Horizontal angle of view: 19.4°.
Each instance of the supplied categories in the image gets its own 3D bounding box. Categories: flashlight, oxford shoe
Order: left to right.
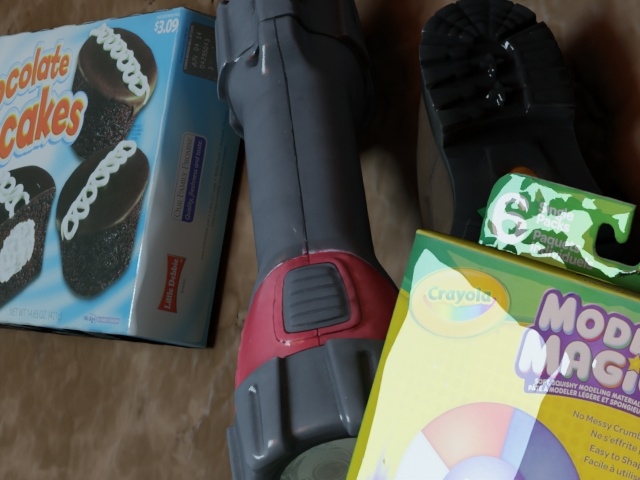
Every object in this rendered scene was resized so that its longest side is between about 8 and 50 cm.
[{"bbox_3d":[0.000,0.000,0.881,0.103,0.103,0.304,-47,32,32],"label":"flashlight"},{"bbox_3d":[0.085,0.012,0.811,0.096,0.083,0.227,94,175,-58],"label":"oxford shoe"}]

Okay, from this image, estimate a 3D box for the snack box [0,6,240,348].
[{"bbox_3d":[-0.165,-0.036,1.167,0.322,0.060,0.187,0,79,53],"label":"snack box"}]

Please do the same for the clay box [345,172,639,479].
[{"bbox_3d":[0.075,0.090,0.691,0.127,0.053,0.222,17,95,36],"label":"clay box"}]
